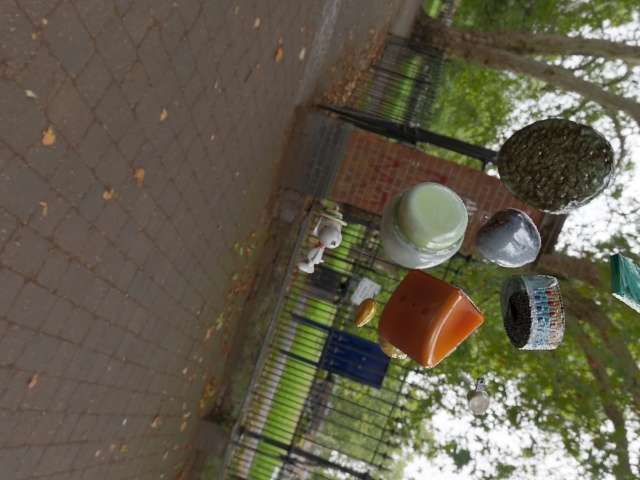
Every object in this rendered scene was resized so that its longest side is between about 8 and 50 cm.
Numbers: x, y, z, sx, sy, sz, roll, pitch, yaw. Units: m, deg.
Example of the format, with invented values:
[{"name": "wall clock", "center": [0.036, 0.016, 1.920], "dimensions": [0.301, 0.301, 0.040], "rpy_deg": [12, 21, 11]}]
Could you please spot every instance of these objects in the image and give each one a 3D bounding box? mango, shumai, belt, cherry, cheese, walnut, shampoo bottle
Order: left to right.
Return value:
[{"name": "mango", "center": [0.120, 0.196, 1.337], "dimensions": [0.089, 0.046, 0.060], "rpy_deg": [-52, -162, -27]}, {"name": "walnut", "center": [0.318, 0.400, 2.007], "dimensions": [0.159, 0.159, 0.207], "rpy_deg": [-70, 164, 3]}, {"name": "shampoo bottle", "center": [0.394, -0.051, 1.929], "dimensions": [0.317, 0.323, 0.322], "rpy_deg": [122, -8, -59]}, {"name": "cheese", "center": [0.637, 0.633, 2.002], "dimensions": [0.047, 0.093, 0.171], "rpy_deg": [-89, 162, -68]}, {"name": "cherry", "center": [0.827, -0.013, 2.180], "dimensions": [0.255, 0.296, 0.218], "rpy_deg": [-47, -177, -5]}, {"name": "belt", "center": [0.698, 0.232, 1.633], "dimensions": [0.207, 0.150, 0.257], "rpy_deg": [103, -13, -64]}, {"name": "shumai", "center": [0.895, -0.267, 1.917], "dimensions": [0.394, 0.396, 0.348], "rpy_deg": [-70, 159, 1]}]

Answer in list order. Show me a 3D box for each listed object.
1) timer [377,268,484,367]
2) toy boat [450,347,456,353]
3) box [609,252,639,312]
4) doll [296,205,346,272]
[{"name": "timer", "center": [0.324, 0.245, 1.543], "dimensions": [0.250, 0.161, 0.257], "rpy_deg": [-49, -146, -9]}, {"name": "toy boat", "center": [0.462, 0.370, 2.087], "dimensions": [0.141, 0.269, 0.140], "rpy_deg": [-35, 166, -10]}, {"name": "box", "center": [1.109, 0.163, 1.732], "dimensions": [0.042, 0.227, 0.160], "rpy_deg": [-36, -148, 52]}, {"name": "doll", "center": [-0.005, -0.006, 2.098], "dimensions": [0.271, 0.144, 0.208], "rpy_deg": [-46, -152, 39]}]
